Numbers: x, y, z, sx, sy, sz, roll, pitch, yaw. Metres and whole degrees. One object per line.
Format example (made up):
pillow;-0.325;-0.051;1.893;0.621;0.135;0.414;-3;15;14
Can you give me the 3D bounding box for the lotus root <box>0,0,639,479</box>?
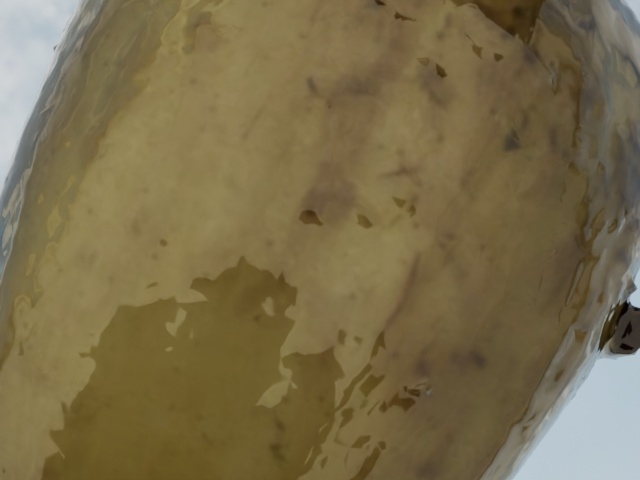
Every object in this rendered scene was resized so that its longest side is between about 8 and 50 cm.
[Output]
lotus root;0.000;0.000;0.467;0.154;0.140;0.256;25;-97;-15
